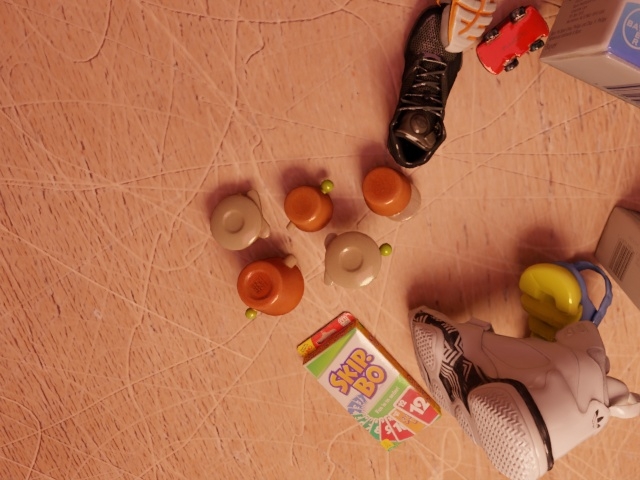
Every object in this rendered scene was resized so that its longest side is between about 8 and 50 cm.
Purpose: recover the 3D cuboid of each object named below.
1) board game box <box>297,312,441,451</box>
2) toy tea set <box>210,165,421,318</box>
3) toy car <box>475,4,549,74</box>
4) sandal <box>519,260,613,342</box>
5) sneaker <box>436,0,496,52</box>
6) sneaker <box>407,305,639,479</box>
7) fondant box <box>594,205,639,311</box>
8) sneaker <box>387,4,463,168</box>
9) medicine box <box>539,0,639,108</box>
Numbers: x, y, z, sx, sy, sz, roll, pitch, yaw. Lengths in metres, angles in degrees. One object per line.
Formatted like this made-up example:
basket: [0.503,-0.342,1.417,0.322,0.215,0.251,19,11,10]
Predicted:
board game box: [0.085,0.250,1.140,0.124,0.039,0.259,-39,102,17]
toy tea set: [0.000,0.000,1.021,0.336,0.124,0.200,-14,81,13]
toy car: [0.349,-0.318,0.876,0.225,0.053,0.239,18,113,-4]
sandal: [0.396,0.157,1.038,0.138,0.126,0.317,-25,128,-28]
sneaker: [0.182,-0.356,0.849,0.083,0.084,0.215,15,102,41]
sneaker: [0.279,0.185,0.953,0.210,0.366,0.137,-18,115,-11]
fondant box: [0.595,0.066,0.915,0.330,0.238,0.096,13,112,-1]
sneaker: [0.148,-0.205,0.898,0.087,0.130,0.228,14,110,-3]
medicine box: [0.457,-0.302,0.773,0.263,0.149,0.289,20,96,-12]
